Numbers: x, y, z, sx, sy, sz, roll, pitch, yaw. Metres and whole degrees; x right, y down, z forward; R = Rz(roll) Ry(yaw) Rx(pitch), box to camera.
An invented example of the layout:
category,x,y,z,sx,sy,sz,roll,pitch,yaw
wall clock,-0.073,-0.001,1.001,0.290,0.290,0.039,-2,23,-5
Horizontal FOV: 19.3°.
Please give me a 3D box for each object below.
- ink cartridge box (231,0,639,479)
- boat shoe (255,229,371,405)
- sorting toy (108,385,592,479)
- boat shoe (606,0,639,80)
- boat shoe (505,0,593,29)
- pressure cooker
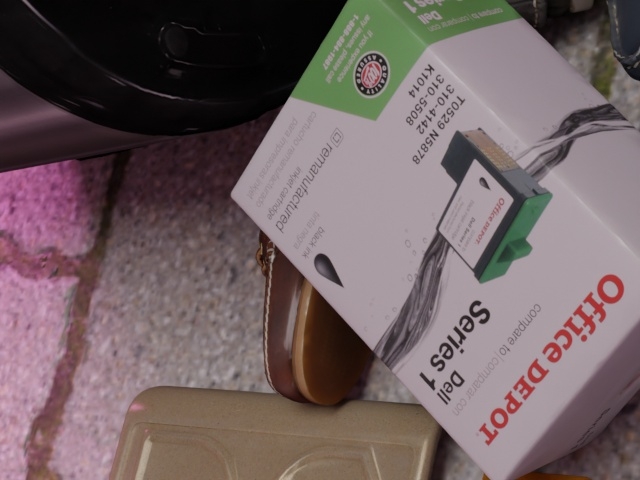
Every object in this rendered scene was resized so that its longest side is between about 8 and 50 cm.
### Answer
category,x,y,z,sx,sy,sz,roll,pitch,yaw
ink cartridge box,0.082,-0.010,0.956,0.219,0.093,0.160,47,127,19
boat shoe,0.000,0.000,1.099,0.073,0.073,0.207,-3,59,33
sorting toy,-0.002,0.194,1.029,0.307,0.041,0.229,1,64,32
boat shoe,0.177,-0.205,1.015,0.095,0.079,0.254,-19,59,60
boat shoe,0.074,-0.267,1.143,0.096,0.112,0.335,-15,60,-1
pressure cooker,-0.198,-0.225,1.121,0.420,0.370,0.375,-7,99,47
